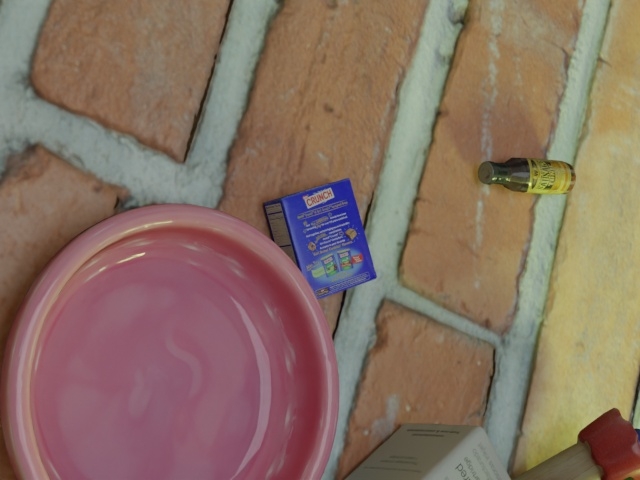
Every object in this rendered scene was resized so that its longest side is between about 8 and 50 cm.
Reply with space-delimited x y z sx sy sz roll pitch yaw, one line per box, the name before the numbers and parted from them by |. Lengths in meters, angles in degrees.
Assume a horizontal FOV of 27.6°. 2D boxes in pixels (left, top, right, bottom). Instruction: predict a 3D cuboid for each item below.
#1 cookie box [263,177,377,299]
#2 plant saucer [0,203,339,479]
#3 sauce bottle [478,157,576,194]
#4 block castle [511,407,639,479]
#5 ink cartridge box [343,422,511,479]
cookie box | 0.000 0.000 1.313 0.091 0.040 0.107 -18 95 -36
plant saucer | -0.137 0.135 1.171 0.332 0.084 0.332 6 80 -35
sauce bottle | 0.236 -0.074 1.492 0.128 0.042 0.042 -1 85 -36
block castle | 0.383 0.362 1.284 0.212 0.453 0.303 -28 99 -5
ink cartridge box | 0.074 0.356 1.266 0.307 0.129 0.223 -37 106 -33
